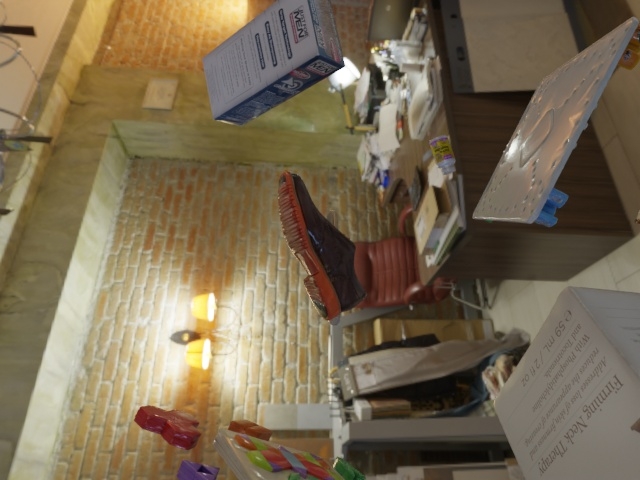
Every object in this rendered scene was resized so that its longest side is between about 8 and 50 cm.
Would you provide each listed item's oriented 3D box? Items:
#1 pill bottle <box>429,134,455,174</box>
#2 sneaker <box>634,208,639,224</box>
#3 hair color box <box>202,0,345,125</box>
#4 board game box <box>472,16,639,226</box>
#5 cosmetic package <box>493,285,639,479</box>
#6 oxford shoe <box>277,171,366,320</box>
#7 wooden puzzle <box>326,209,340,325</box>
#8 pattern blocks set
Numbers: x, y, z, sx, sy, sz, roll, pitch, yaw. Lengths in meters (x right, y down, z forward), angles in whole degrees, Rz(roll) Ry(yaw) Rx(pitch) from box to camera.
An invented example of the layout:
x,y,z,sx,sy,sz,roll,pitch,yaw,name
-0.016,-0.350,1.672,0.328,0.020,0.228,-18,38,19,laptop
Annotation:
x,y,z,sx,sy,sz,roll,pitch,yaw,name
0.281,-0.194,1.010,0.043,0.044,0.083,119,135,-79,pill bottle
1.005,-0.113,1.072,0.158,0.411,0.181,-96,1,-65,sneaker
-0.122,-0.421,1.047,0.105,0.348,0.173,-4,-100,-52,hair color box
0.486,-0.211,0.954,0.390,0.050,0.389,-41,-24,-84,board game box
0.536,0.323,0.664,0.393,0.328,0.329,-95,14,-56,cosmetic package
0.000,0.000,0.792,0.097,0.099,0.271,-8,102,68,oxford shoe
0.025,0.067,1.161,0.238,0.045,0.220,-99,12,-59,wooden puzzle
-0.038,0.283,0.543,0.286,0.325,0.026,13,75,48,pattern blocks set
